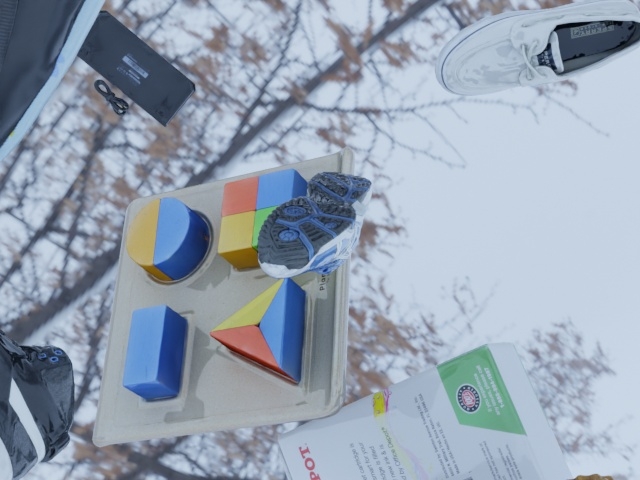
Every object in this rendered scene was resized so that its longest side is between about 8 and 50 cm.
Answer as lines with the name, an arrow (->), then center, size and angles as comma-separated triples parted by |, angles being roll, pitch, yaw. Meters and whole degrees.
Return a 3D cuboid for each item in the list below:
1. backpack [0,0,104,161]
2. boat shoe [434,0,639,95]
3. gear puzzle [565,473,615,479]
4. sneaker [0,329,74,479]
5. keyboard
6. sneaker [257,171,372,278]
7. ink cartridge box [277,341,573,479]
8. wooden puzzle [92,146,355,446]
backpack -> -0.187, -0.184, 0.459 | 0.273, 0.290, 0.355 | 16, -84, 61
boat shoe -> 0.279, -0.236, 1.465 | 0.268, 0.096, 0.088 | -12, -157, -1
gear puzzle -> 0.135, 0.256, 1.078 | 0.339, 0.175, 0.044 | -26, -130, 38
sneaker -> -0.270, 0.082, 0.931 | 0.079, 0.121, 0.216 | -17, -83, 35
keyboard -> -0.283, -0.242, 1.722 | 0.108, 0.180, 0.023 | -52, -167, -3
sneaker -> 0.000, 0.000, 1.118 | 0.080, 0.211, 0.081 | 14, -67, 18
ink cartridge box -> 0.120, 0.260, 1.318 | 0.278, 0.117, 0.201 | -27, -103, 20
wooden puzzle -> -0.123, 0.057, 1.332 | 0.348, 0.080, 0.322 | -14, -122, 29
